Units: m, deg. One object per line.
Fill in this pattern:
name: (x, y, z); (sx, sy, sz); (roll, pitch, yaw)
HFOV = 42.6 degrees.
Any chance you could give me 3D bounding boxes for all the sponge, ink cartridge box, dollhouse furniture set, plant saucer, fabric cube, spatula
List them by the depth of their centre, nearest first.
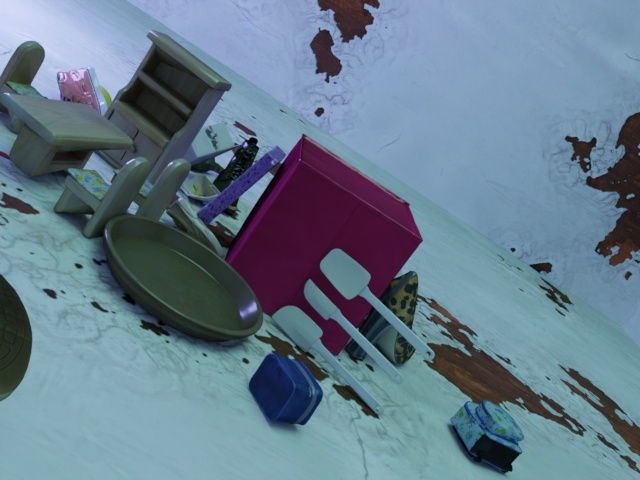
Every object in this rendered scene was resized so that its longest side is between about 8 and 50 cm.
plant saucer: (-0.210, 0.061, 1.241); (0.278, 0.041, 0.278); (34, 15, -10)
spatula: (0.057, 0.148, 1.332); (0.242, 0.168, 0.019); (44, 3, 15)
dollhouse furniture set: (-0.358, -0.226, 1.401); (0.362, 0.256, 0.394); (38, 15, 12)
fabric cube: (0.000, 0.000, 1.482); (0.259, 0.258, 0.254); (33, 14, -9)
sponge: (-0.156, -0.097, 1.538); (0.031, 0.210, 0.117); (49, 14, -7)
ink cartridge box: (-0.258, -0.199, 1.738); (0.181, 0.104, 0.061); (-30, 99, -60)

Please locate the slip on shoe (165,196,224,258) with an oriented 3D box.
slip on shoe: (-0.224, -0.015, 1.471); (0.135, 0.041, 0.051); (53, -14, 2)

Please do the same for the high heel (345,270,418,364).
high heel: (0.166, 0.139, 1.547); (0.093, 0.186, 0.261); (42, 16, 25)

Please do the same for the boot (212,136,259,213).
boot: (-0.183, -0.148, 1.778); (0.077, 0.137, 0.198); (30, 16, -19)

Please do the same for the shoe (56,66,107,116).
shoe: (-0.490, -0.284, 1.696); (0.081, 0.063, 0.178); (-12, 61, -21)

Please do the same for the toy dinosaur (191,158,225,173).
toy dinosaur: (-0.272, -0.199, 1.902); (0.268, 0.064, 0.118); (14, 40, -55)

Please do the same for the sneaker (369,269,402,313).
sneaker: (0.113, 0.105, 1.749); (0.296, 0.112, 0.130); (-164, -117, -88)

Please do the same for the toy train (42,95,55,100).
toy train: (-0.536, -0.268, 1.601); (0.017, 0.023, 0.083); (44, 17, 30)

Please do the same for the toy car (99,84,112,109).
toy car: (-0.411, -0.259, 1.789); (0.239, 0.053, 0.225); (20, 21, -45)

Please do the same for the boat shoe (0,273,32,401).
boat shoe: (-0.370, 0.059, 0.776); (0.122, 0.110, 0.341); (37, 6, -43)

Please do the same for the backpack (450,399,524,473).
backpack: (0.292, 0.330, 1.432); (0.105, 0.084, 0.114); (29, 13, -31)

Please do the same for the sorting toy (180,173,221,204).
sorting toy: (-0.250, -0.100, 1.680); (0.075, 0.044, 0.083); (7, 31, -47)

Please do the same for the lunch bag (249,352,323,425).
lunch bag: (-0.046, 0.202, 1.119); (0.065, 0.067, 0.098); (23, 18, -40)
